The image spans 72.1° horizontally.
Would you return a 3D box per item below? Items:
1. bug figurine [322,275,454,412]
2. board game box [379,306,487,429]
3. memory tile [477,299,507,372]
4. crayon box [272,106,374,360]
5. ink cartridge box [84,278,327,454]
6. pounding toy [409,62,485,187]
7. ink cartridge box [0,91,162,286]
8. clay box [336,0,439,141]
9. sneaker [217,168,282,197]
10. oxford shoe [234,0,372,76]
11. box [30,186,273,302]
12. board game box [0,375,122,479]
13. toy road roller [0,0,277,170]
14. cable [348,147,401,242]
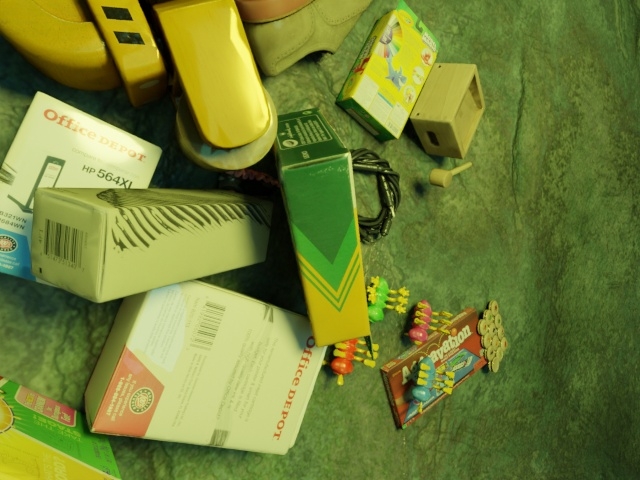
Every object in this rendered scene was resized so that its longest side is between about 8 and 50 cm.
[{"bbox_3d":[0.140,0.195,0.846,0.279,0.072,0.216,26,73,-22],"label":"bug figurine"},{"bbox_3d":[0.257,0.272,0.962,0.281,0.027,0.144,-25,106,-28],"label":"board game box"},{"bbox_3d":[0.413,0.228,1.048,0.113,0.012,0.147,-39,116,-40],"label":"memory tile"},{"bbox_3d":[0.000,0.000,0.631,0.083,0.203,0.322,-13,122,-4],"label":"crayon box"},{"bbox_3d":[-0.152,0.174,0.637,0.283,0.117,0.207,25,81,-32],"label":"ink cartridge box"},{"bbox_3d":[0.241,-0.204,0.869,0.181,0.094,0.205,40,72,-54],"label":"pounding toy"},{"bbox_3d":[-0.308,-0.052,0.537,0.148,0.086,0.203,24,82,-32],"label":"ink cartridge box"},{"bbox_3d":[0.131,-0.312,0.813,0.127,0.053,0.221,33,75,-31],"label":"clay box"},{"bbox_3d":[-0.108,-0.082,0.693,0.120,0.047,0.057,16,102,-30],"label":"sneaker"},{"bbox_3d":[0.012,-0.382,0.717,0.348,0.123,0.130,-37,139,-26],"label":"oxford shoe"},{"bbox_3d":[-0.178,-0.010,0.530,0.275,0.113,0.094,-15,117,-64],"label":"box"},{"bbox_3d":[-0.358,0.193,0.435,0.316,0.242,0.064,43,71,-29],"label":"board game box"},{"bbox_3d":[-0.218,-0.217,0.521,0.241,0.202,0.329,-25,104,-15],"label":"toy road roller"},{"bbox_3d":[0.083,-0.094,0.806,0.184,0.047,0.150,43,72,-27],"label":"cable"}]
